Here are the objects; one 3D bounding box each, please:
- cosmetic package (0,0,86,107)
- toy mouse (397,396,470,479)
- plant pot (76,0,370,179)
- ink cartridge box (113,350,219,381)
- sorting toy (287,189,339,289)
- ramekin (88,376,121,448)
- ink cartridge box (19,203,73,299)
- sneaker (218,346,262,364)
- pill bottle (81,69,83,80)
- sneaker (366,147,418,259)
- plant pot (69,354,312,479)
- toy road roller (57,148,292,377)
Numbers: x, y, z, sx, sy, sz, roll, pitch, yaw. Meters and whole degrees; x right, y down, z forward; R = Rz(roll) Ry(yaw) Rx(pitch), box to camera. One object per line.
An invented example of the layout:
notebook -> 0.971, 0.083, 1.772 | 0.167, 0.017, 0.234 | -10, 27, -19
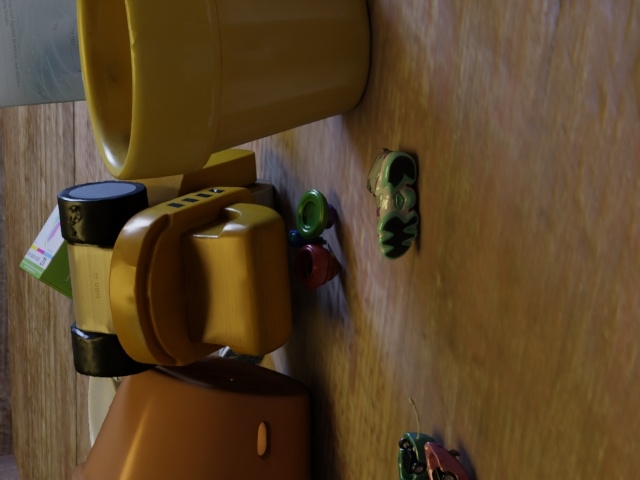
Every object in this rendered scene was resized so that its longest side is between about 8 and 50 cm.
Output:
cosmetic package -> -0.387, -0.315, 2.518 | 0.138, 0.225, 0.224 | -166, 69, -68
toy mouse -> 0.102, 0.208, 1.519 | 0.161, 0.031, 0.143 | 157, 105, -71
plant pot -> -0.091, -0.194, 1.626 | 0.254, 0.239, 0.254 | 172, 90, -72
ink cartridge box -> -0.224, 0.125, 2.295 | 0.212, 0.154, 0.093 | -176, 80, -72
sorting toy -> 0.000, 0.000, 1.759 | 0.061, 0.042, 0.102 | 4, 89, 56
ramekin -> -0.236, 0.298, 2.432 | 0.277, 0.135, 0.277 | 173, 90, -72
ink cartridge box -> -0.290, -0.041, 2.324 | 0.255, 0.097, 0.189 | -59, 18, -6
sneaker -> -0.105, 0.130, 2.102 | 0.135, 0.052, 0.058 | 118, 146, -60
pill bottle -> -0.244, -0.234, 2.283 | 0.215, 0.117, 0.117 | 179, 84, -72
sneaker -> 0.062, -0.036, 1.549 | 0.069, 0.038, 0.098 | -145, 60, -69
plant pot -> -0.129, 0.243, 1.899 | 0.291, 0.291, 0.203 | -154, 75, -69
toy road roller -> -0.110, 0.028, 1.831 | 0.241, 0.329, 0.202 | 5, 105, 31
